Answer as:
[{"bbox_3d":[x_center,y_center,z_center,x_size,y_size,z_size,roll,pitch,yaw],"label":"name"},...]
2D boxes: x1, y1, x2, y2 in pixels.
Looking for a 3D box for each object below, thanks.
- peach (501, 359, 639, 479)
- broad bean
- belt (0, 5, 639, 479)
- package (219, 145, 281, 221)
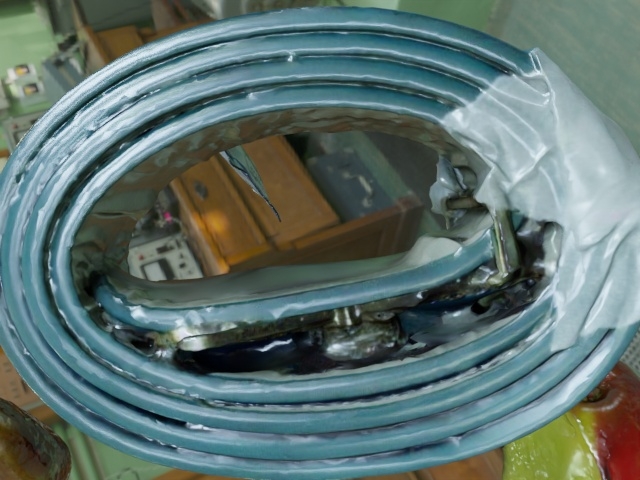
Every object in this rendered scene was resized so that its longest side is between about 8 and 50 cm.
[{"bbox_3d":[0.269,0.244,0.711,0.154,0.159,0.267,-149,56,-64],"label":"peach"},{"bbox_3d":[-0.308,0.201,0.709,0.165,0.114,0.084,50,-151,-32],"label":"broad bean"},{"bbox_3d":[-0.002,0.000,0.523,0.173,0.437,0.300,-103,7,-84],"label":"belt"},{"bbox_3d":[-0.112,-0.116,0.850,0.171,0.027,0.173,54,-177,-44],"label":"package"}]
